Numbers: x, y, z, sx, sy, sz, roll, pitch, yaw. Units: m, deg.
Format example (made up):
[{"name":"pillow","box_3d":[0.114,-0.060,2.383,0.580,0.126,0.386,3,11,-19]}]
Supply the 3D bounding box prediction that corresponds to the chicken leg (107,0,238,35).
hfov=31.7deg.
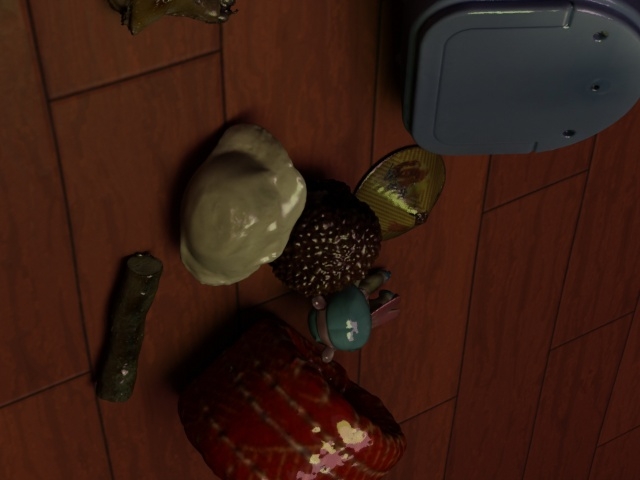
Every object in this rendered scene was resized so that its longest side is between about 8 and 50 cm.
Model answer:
[{"name":"chicken leg","box_3d":[-0.189,-0.294,1.356,0.125,0.080,0.196,-14,164,16]}]

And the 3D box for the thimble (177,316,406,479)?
[{"name":"thimble","box_3d":[-0.046,0.295,1.815,0.230,0.350,0.350,-47,140,2]}]

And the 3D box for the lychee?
[{"name":"lychee","box_3d":[0.000,0.000,1.694,0.188,0.188,0.188,-22,136,-23]}]

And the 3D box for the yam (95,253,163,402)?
[{"name":"yam","box_3d":[-0.288,0.134,1.680,0.061,0.061,0.252,-6,127,-36]}]

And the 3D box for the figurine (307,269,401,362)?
[{"name":"figurine","box_3d":[0.065,0.088,1.848,0.260,0.103,0.205,-26,118,-60]}]

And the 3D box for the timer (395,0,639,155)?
[{"name":"timer","box_3d":[0.297,-0.280,1.578,0.395,0.173,0.395,-1,151,-1]}]

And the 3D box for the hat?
[{"name":"hat","box_3d":[0.148,-0.055,1.848,0.193,0.082,0.193,-23,137,-24]}]

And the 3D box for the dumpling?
[{"name":"dumpling","box_3d":[-0.115,-0.040,1.595,0.132,0.162,0.250,-45,159,-71]}]
